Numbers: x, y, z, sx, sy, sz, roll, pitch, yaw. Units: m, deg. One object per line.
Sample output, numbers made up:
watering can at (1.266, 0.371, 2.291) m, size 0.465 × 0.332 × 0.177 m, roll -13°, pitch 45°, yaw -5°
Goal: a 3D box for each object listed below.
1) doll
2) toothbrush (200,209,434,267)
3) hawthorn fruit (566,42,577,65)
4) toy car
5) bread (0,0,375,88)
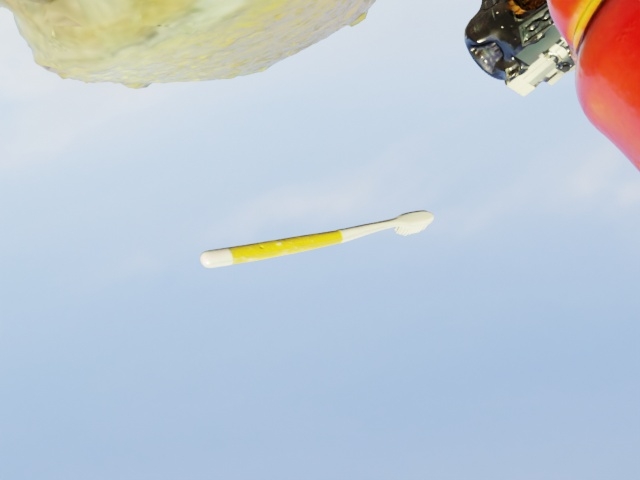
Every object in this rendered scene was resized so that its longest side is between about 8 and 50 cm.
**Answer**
doll at (0.278, -0.126, 1.028) m, size 0.183 × 0.160 × 0.363 m, roll -42°, pitch -120°, yaw -1°
toothbrush at (0.000, 0.000, 1.533) m, size 0.288 × 0.024 × 0.021 m, roll -10°, pitch -123°, yaw -31°
hawthorn fruit at (0.289, -0.209, 1.378) m, size 0.128 × 0.128 × 0.128 m, roll -14°, pitch -162°, yaw 5°
toy car at (0.256, -0.310, 1.606) m, size 0.193 × 0.118 × 0.301 m, roll -41°, pitch -148°, yaw 36°
bread at (-0.118, -0.229, 0.800) m, size 0.239 × 0.395 × 0.264 m, roll -32°, pitch -160°, yaw 12°
